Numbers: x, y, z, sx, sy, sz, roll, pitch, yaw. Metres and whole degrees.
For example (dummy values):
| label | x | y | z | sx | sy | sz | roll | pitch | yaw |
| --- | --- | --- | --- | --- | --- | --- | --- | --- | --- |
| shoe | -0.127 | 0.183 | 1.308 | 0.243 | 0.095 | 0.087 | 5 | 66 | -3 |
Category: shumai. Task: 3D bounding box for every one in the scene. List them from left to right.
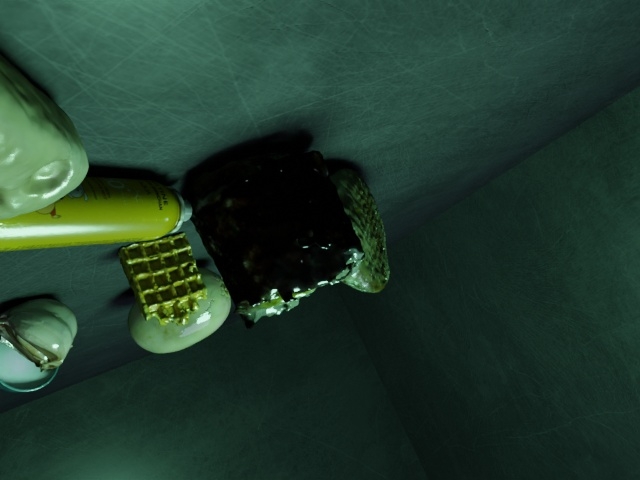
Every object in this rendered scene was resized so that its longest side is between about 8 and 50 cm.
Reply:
| label | x | y | z | sx | sy | sz | roll | pitch | yaw |
| --- | --- | --- | --- | --- | --- | --- | --- | --- | --- |
| shumai | 0.000 | 0.000 | 1.274 | 0.323 | 0.324 | 0.397 | -12 | 172 | 18 |

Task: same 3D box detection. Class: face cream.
| label | x | y | z | sx | sy | sz | roll | pitch | yaw |
| --- | --- | --- | --- | --- | --- | --- | --- | --- | --- |
| face cream | -0.339 | -0.045 | 0.728 | 0.105 | 0.105 | 0.348 | -32 | 167 | 28 |

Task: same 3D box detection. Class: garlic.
| label | x | y | z | sx | sy | sz | roll | pitch | yaw |
| --- | --- | --- | --- | --- | --- | --- | --- | --- | --- |
| garlic | -0.662 | 0.205 | 1.128 | 0.229 | 0.178 | 0.143 | -12 | -146 | 45 |

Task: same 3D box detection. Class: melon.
| label | x | y | z | sx | sy | sz | roll | pitch | yaw |
| --- | --- | --- | --- | --- | --- | --- | --- | --- | --- |
| melon | -0.418 | 0.206 | 1.425 | 0.317 | 0.223 | 0.223 | -28 | 169 | 3 |

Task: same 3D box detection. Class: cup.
| label | x | y | z | sx | sy | sz | roll | pitch | yaw |
| --- | --- | --- | --- | --- | --- | --- | --- | --- | --- |
| cup | -0.821 | 0.334 | 1.290 | 0.173 | 0.167 | 0.300 | -24 | -162 | 41 |

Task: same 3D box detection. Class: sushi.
| label | x | y | z | sx | sy | sz | roll | pitch | yaw |
| --- | --- | --- | --- | --- | --- | --- | --- | --- | --- |
| sushi | -0.085 | -0.013 | 0.957 | 0.299 | 0.294 | 0.281 | -25 | 170 | -7 |

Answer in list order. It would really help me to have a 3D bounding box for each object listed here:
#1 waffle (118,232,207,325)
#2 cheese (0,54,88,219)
| label | x | y | z | sx | sy | sz | roll | pitch | yaw |
| --- | --- | --- | --- | --- | --- | --- | --- | --- | --- |
| waffle | -0.350 | 0.098 | 1.095 | 0.160 | 0.211 | 0.055 | -18 | 167 | -38 |
| cheese | -0.404 | -0.074 | 0.375 | 0.351 | 0.130 | 0.328 | -25 | 172 | -16 |
